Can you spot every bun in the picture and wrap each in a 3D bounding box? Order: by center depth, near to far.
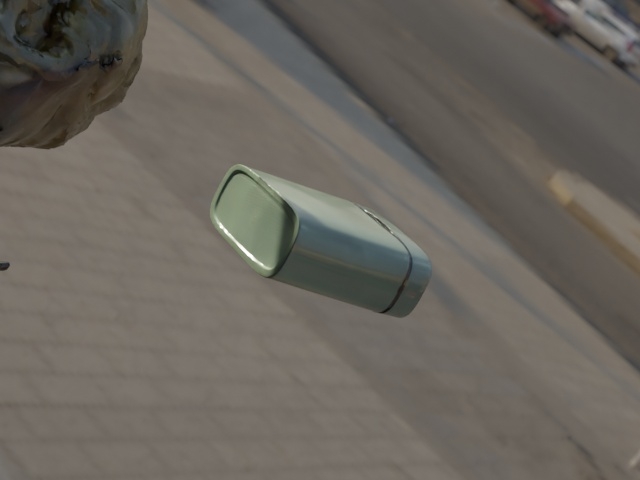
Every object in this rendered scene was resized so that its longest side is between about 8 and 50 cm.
[{"bbox_3d":[-0.291,-0.207,1.438,0.281,0.281,0.205,26,5,-31],"label":"bun"}]

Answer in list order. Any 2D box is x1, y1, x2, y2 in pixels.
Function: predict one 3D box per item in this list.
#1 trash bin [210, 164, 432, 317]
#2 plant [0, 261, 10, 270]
[{"bbox_3d":[0.000,0.000,1.085,0.130,0.059,0.116,18,14,-38],"label":"trash bin"},{"bbox_3d":[-0.388,-0.037,1.110,0.178,0.234,0.204,65,1,-64],"label":"plant"}]
